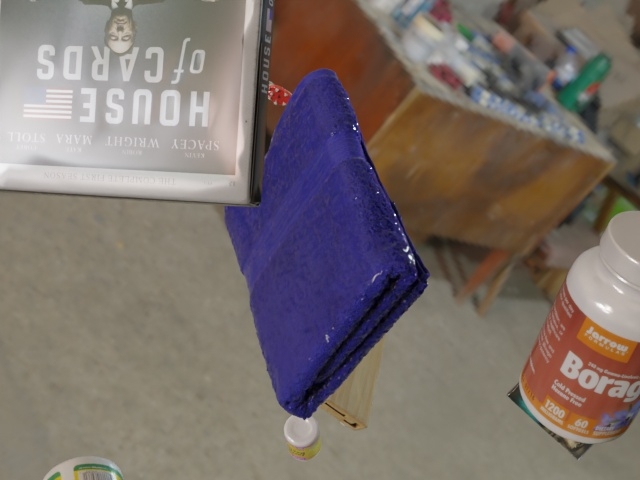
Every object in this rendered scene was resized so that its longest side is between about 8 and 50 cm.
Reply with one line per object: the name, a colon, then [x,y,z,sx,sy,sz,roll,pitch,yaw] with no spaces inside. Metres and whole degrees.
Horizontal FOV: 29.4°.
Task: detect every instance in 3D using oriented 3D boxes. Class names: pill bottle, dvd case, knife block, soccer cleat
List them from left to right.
pill bottle: [-0.312,0.408,1.656,0.117,0.117,0.208,22,32,-36]
dvd case: [-0.113,-0.144,0.728,0.179,0.238,0.029,4,-1,17]
soccer cleat: [-0.074,-0.220,1.780,0.083,0.029,0.035,17,32,15]
pill bottle: [-0.021,0.244,1.499,0.043,0.043,0.083,52,-14,25]
knife block: [0.049,0.106,1.754,0.088,0.242,0.275,37,5,-31]
pill bottle: [0.279,0.083,1.169,0.121,0.216,0.121,10,38,-8]

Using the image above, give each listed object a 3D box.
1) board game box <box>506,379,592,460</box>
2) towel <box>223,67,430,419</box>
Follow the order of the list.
board game box: [0.350,0.175,1.579,0.126,0.186,0.026,42,10,8]
towel: [0.000,0.000,1.247,0.076,0.227,0.308,14,38,-29]
